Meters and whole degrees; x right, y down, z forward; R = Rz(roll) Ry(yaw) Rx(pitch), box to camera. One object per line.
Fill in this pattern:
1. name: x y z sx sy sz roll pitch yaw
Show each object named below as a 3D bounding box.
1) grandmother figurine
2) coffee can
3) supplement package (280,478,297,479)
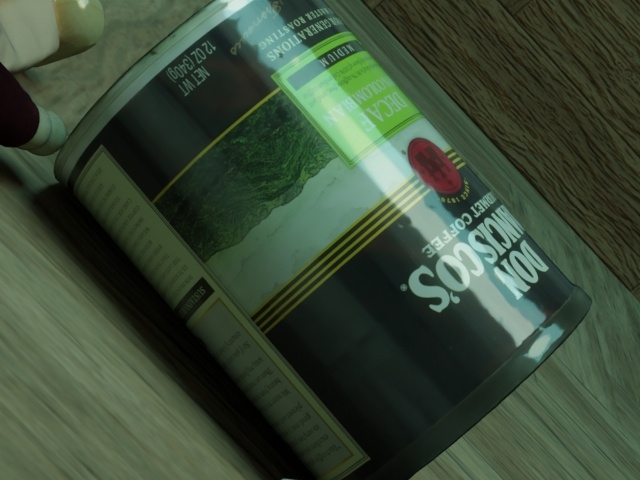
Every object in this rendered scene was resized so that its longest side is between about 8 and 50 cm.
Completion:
1. grandmother figurine: -0.218 -0.132 0.816 0.207 0.104 0.342 37 14 -9
2. coffee can: 0.000 0.000 0.896 0.275 0.201 0.201 49 15 3
3. supplement package: 0.079 0.218 0.613 0.244 0.134 0.139 38 -25 -32
